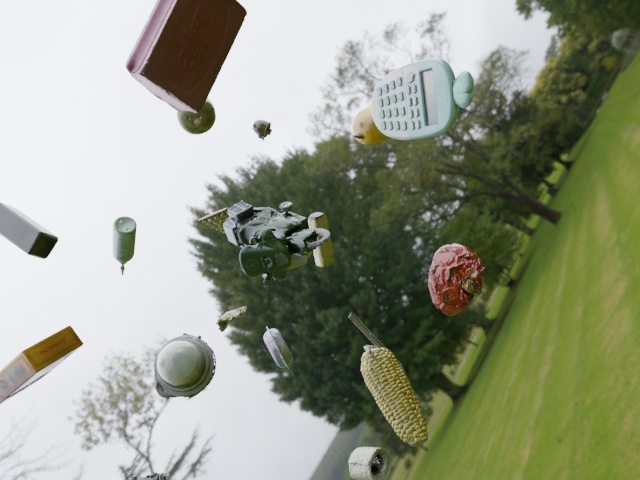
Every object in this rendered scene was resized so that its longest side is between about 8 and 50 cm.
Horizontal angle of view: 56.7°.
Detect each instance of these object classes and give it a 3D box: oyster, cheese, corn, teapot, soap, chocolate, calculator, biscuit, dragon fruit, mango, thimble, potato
[{"bbox_3d":[-0.284,0.246,1.861,0.146,0.045,0.122,-45,-4,-40],"label":"oyster"},{"bbox_3d":[-0.117,0.317,1.712,0.052,0.135,0.245,-27,-22,-7],"label":"cheese"},{"bbox_3d":[0.228,0.479,1.863,0.130,0.347,0.130,-22,-28,-12],"label":"corn"},{"bbox_3d":[-0.240,-0.457,2.485,0.110,0.080,0.085,33,-103,-84],"label":"teapot"},{"bbox_3d":[-0.394,-0.584,1.734,0.233,0.128,0.360,29,-97,-46],"label":"soap"},{"bbox_3d":[-0.446,0.389,1.857,0.221,0.221,0.147,-58,-15,-11],"label":"chocolate"},{"bbox_3d":[0.242,-0.338,1.429,0.042,0.295,0.184,-13,-82,-44],"label":"calculator"},{"bbox_3d":[0.000,0.000,1.953,0.056,0.052,0.188,-34,-57,-40],"label":"biscuit"},{"bbox_3d":[-0.262,-0.041,1.907,0.231,0.139,0.016,30,-128,-43],"label":"biscuit"},{"bbox_3d":[0.287,0.076,1.258,0.083,0.106,0.162,17,-105,-39],"label":"dragon fruit"},{"bbox_3d":[0.226,-0.415,2.003,0.316,0.176,0.119,-30,-61,-22],"label":"mango"},{"bbox_3d":[0.152,0.702,1.862,0.115,0.090,0.102,8,-105,-49],"label":"thimble"},{"bbox_3d":[-0.499,-0.518,2.414,0.194,0.157,0.157,-90,23,-66],"label":"potato"}]

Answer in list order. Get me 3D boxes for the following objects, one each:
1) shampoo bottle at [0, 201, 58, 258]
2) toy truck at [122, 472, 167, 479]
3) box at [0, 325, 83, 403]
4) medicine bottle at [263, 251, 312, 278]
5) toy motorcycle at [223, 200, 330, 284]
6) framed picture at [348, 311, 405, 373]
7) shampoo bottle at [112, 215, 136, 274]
[{"bbox_3d":[-0.891,-0.037,1.746,0.079,0.246,0.080,-59,-22,-5],"label":"shampoo bottle"},{"bbox_3d":[-0.429,0.597,1.429,0.063,0.123,0.052,54,-158,-58],"label":"toy truck"},{"bbox_3d":[-0.839,0.366,1.725,0.274,0.076,0.174,-36,-1,30],"label":"box"},{"bbox_3d":[-0.106,0.028,1.735,0.088,0.132,0.188,-26,-7,31],"label":"medicine bottle"},{"bbox_3d":[-0.118,-0.004,1.265,0.187,0.274,0.125,-30,-59,-27],"label":"toy motorcycle"},{"bbox_3d":[0.212,0.386,2.260,0.016,0.289,0.213,-44,-5,0],"label":"framed picture"},{"bbox_3d":[-0.494,0.016,1.484,0.056,0.056,0.195,-51,-6,-38],"label":"shampoo bottle"}]
